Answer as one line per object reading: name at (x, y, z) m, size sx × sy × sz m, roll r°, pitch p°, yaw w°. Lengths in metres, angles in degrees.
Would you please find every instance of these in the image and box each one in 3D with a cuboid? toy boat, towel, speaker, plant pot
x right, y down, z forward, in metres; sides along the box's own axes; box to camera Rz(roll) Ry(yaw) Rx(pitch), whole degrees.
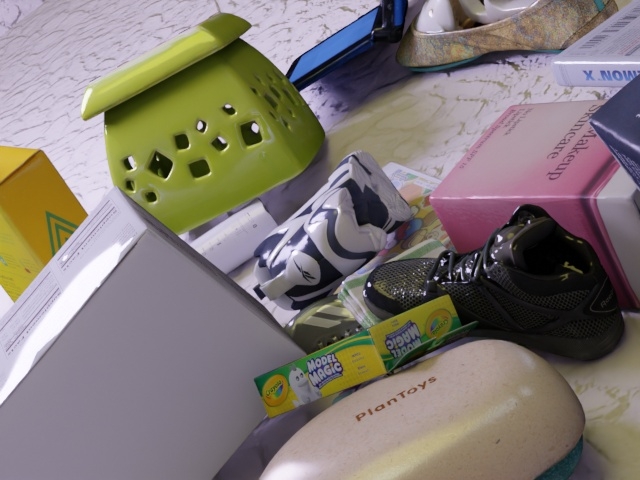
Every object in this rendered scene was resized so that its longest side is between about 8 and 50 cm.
toy boat at (0.082, 0.205, 1.033) m, size 0.267 × 0.148 × 0.318 m, roll -25°, pitch 18°, yaw 3°
towel at (0.099, 0.064, 1.286) m, size 0.113 × 0.023 × 0.152 m, roll -28°, pitch 48°, yaw -16°
speaker at (-0.113, 0.010, 1.671) m, size 0.136 × 0.055 × 0.055 m, roll -35°, pitch 25°, yaw -5°
plant pot at (-0.147, -0.146, 1.759) m, size 0.227 × 0.207 × 0.228 m, roll -27°, pitch 10°, yaw 14°

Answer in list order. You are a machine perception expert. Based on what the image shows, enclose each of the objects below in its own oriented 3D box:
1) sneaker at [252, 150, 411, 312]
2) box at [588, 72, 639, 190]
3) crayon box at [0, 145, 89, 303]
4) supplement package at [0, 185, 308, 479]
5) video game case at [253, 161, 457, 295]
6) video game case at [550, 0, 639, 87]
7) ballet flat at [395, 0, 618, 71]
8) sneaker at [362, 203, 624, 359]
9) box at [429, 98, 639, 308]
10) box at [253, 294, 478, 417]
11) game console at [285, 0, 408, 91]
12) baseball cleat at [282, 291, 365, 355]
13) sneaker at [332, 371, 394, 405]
sneaker at (0.000, 0.000, 1.453) m, size 0.153 × 0.094 × 0.235 m, roll -36°, pitch 13°, yaw 19°
box at (0.412, -0.054, 0.951) m, size 0.293 × 0.212 × 0.395 m, roll -41°, pitch 22°, yaw 3°
crayon box at (-0.316, 0.002, 1.607) m, size 0.081 × 0.318 × 0.202 m, roll -44°, pitch 28°, yaw -23°
supplement package at (-0.179, 0.126, 1.300) m, size 0.262 × 0.204 × 0.145 m, roll -49°, pitch 26°, yaw 1°
video game case at (0.054, 0.003, 1.529) m, size 0.206 × 0.026 × 0.227 m, roll -38°, pitch 26°, yaw -13°
video game case at (0.445, -0.244, 1.474) m, size 0.329 × 0.036 × 0.300 m, roll -35°, pitch 24°, yaw -26°
ballet flat at (0.205, -0.282, 1.767) m, size 0.348 × 0.123 × 0.123 m, roll 3°, pitch 42°, yaw 51°
sneaker at (0.135, 0.024, 1.216) m, size 0.227 × 0.130 × 0.087 m, roll 9°, pitch 47°, yaw 30°
box at (0.239, -0.035, 1.272) m, size 0.232 × 0.127 × 0.148 m, roll 1°, pitch 41°, yaw 50°
box at (0.038, 0.094, 1.198) m, size 0.105 × 0.043 × 0.179 m, roll -19°, pitch -4°, yaw -44°
game console at (0.029, -0.335, 1.946) m, size 0.173 × 0.250 × 0.293 m, roll -1°, pitch 18°, yaw 5°
baseball cleat at (0.044, 0.081, 1.350) m, size 0.206 × 0.072 × 0.109 m, roll -36°, pitch 28°, yaw -4°
sneaker at (0.060, 0.124, 1.291) m, size 0.098 × 0.038 × 0.069 m, roll -8°, pitch 35°, yaw 40°
